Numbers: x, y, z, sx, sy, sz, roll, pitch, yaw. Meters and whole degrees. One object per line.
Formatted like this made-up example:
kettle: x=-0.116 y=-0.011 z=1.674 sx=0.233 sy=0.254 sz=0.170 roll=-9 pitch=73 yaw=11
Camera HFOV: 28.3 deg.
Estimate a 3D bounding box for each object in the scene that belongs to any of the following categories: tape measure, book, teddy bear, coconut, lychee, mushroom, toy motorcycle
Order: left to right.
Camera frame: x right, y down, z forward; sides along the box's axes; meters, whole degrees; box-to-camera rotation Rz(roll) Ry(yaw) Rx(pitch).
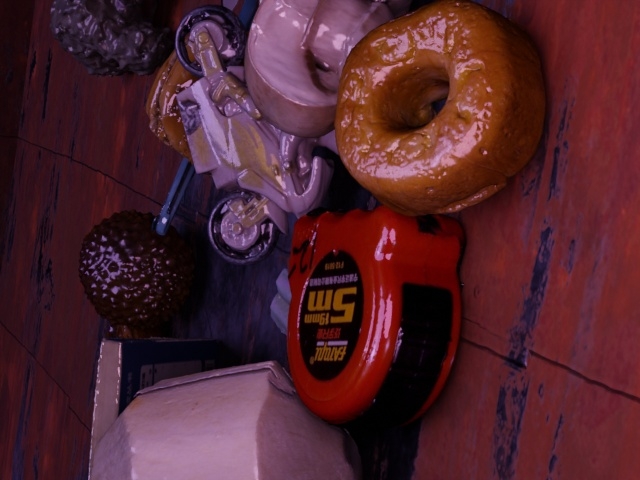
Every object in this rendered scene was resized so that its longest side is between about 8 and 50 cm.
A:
teddy bear: x=-0.380 y=-0.504 z=2.420 sx=0.357 sy=0.225 sz=0.367 roll=10 pitch=78 yaw=67
lychee: x=-0.309 y=0.049 z=2.104 sx=0.238 sy=0.200 sz=0.200 roll=-7 pitch=77 yaw=42
book: x=-0.225 y=0.284 z=1.763 sx=0.428 sy=0.039 sz=0.300 roll=22 pitch=-108 yaw=-77
coconut: x=-0.100 y=0.294 z=1.489 sx=0.323 sy=0.323 sz=0.322 roll=-174 pitch=90 yaw=-65
toy motorcycle: x=-0.066 y=-0.149 z=1.611 sx=0.108 sy=0.223 sz=0.340 roll=-4 pitch=-99 yaw=-77
mushroom: x=0.024 y=-0.223 z=1.477 sx=0.253 sy=0.195 sz=0.189 roll=-60 pitch=0 yaw=-11
tape measure: x=0.054 y=0.080 z=1.400 sx=0.253 sy=0.114 sz=0.260 roll=-8 pitch=75 yaw=62

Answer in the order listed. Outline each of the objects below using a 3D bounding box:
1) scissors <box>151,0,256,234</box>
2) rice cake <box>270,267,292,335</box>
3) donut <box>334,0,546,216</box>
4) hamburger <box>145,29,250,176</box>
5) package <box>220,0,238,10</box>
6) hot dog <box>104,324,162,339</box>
scissors: x=-0.156 y=-0.186 z=1.844 sx=0.180 sy=0.032 sz=0.392 roll=102 pitch=-170 yaw=-77
rice cake: x=-0.007 y=0.107 z=1.618 sx=0.226 sy=0.040 sz=0.085 roll=-139 pitch=57 yaw=-60
donut: x=0.116 y=-0.132 z=1.261 sx=0.227 sy=0.114 sz=0.226 roll=-13 pitch=67 yaw=34
hamburger: x=-0.126 y=-0.187 z=1.740 sx=0.108 sy=0.214 sz=0.213 roll=-156 pitch=74 yaw=-64
package: x=-0.097 y=-0.467 z=1.870 sx=0.204 sy=0.062 sz=0.250 roll=-52 pitch=24 yaw=43
hot dog: x=-0.319 y=0.203 z=2.200 sx=0.160 sy=0.099 sz=0.226 roll=114 pitch=147 yaw=-42
